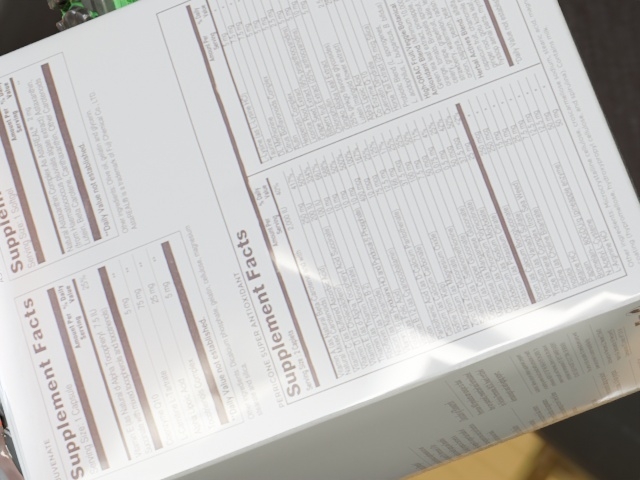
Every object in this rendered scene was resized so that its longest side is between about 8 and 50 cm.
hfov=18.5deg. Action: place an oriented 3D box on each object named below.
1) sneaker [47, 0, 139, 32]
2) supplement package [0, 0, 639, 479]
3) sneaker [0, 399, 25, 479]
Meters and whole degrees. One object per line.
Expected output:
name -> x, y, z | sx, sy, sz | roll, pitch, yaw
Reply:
sneaker -> -0.063, -0.113, 1.267 | 0.343, 0.146, 0.134 | 57, 167, -28
supplement package -> 0.000, 0.000, 0.861 | 0.199, 0.263, 0.198 | 50, -160, -72
sneaker -> -0.183, 0.090, 1.044 | 0.158, 0.065, 0.061 | 30, -139, 3
